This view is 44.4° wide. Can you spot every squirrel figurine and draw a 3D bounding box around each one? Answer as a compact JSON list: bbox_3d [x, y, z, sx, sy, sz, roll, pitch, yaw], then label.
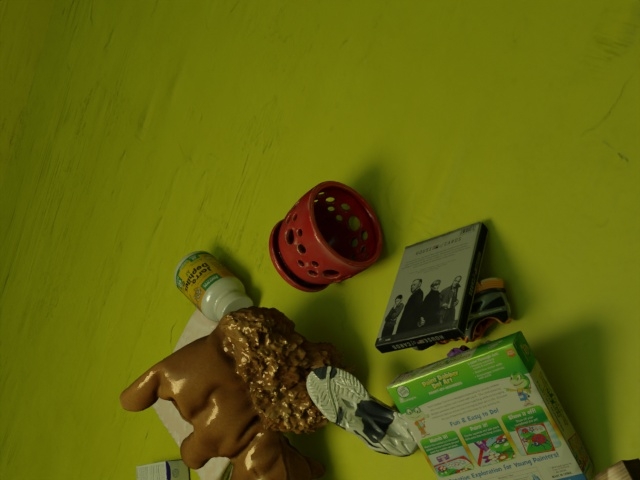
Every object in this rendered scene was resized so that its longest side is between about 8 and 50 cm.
[{"bbox_3d":[-0.123,0.345,1.564,0.397,0.281,0.370,-41,74,23],"label":"squirrel figurine"}]

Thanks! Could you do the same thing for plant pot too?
[{"bbox_3d":[0.000,0.000,1.576,0.174,0.191,0.191,-32,62,40],"label":"plant pot"}]

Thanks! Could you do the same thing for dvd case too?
[{"bbox_3d":[0.198,0.083,1.391,0.179,0.029,0.239,-20,36,41],"label":"dvd case"}]

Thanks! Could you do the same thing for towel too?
[{"bbox_3d":[-0.262,0.370,1.870,0.332,0.053,0.317,44,113,37],"label":"towel"}]

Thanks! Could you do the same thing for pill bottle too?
[{"bbox_3d":[-0.250,0.119,1.855,0.208,0.117,0.118,38,110,42],"label":"pill bottle"}]

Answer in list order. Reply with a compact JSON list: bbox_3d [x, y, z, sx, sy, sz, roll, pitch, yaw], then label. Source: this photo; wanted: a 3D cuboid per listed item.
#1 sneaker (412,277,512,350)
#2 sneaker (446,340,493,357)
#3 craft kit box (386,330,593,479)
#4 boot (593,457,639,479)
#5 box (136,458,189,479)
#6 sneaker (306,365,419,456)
[{"bbox_3d":[0.243,0.148,1.386,0.215,0.084,0.083,-38,63,33],"label":"sneaker"},{"bbox_3d":[0.239,0.242,1.374,0.236,0.095,0.105,-27,58,34],"label":"sneaker"},{"bbox_3d":[0.268,0.299,1.270,0.250,0.061,0.247,-27,95,34],"label":"craft kit box"},{"bbox_3d":[0.521,0.364,1.051,0.283,0.109,0.220,-47,53,32],"label":"boot"},{"bbox_3d":[-0.390,0.614,1.946,0.137,0.072,0.126,-22,68,42],"label":"box"},{"bbox_3d":[0.079,0.328,1.463,0.235,0.153,0.094,24,69,13],"label":"sneaker"}]
